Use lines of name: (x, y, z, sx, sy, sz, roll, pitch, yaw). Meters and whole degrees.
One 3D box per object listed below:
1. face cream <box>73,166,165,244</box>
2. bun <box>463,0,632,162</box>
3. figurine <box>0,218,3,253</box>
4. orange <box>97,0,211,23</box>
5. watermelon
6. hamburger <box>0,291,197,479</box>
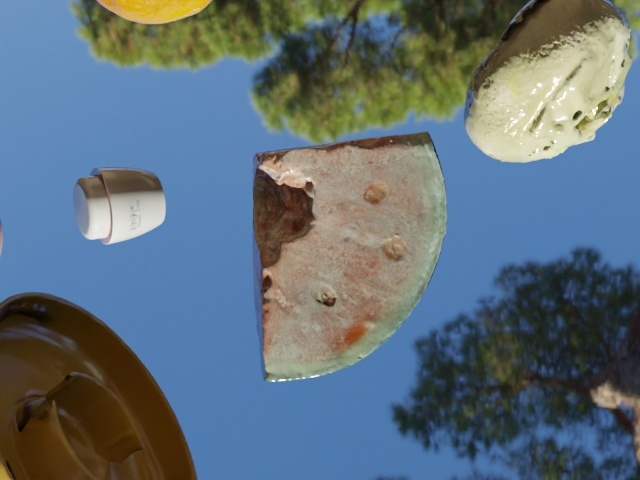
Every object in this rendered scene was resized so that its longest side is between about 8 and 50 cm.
face cream: (-0.239, -0.043, 1.360, 0.095, 0.091, 0.091, -9, -131, -27)
bun: (0.281, -0.183, 1.364, 0.239, 0.239, 0.141, -36, -113, -15)
figurine: (-0.445, 0.033, 1.158, 0.186, 0.176, 0.287, 28, -94, 1)
orange: (-0.182, -0.327, 1.257, 0.178, 0.155, 0.177, 0, -82, -2)
watermelon: (0.000, 0.000, 1.272, 0.226, 0.148, 0.318, 34, -91, -15)
hamburger: (-0.238, 0.188, 0.836, 0.212, 0.274, 0.274, -33, -129, 16)
